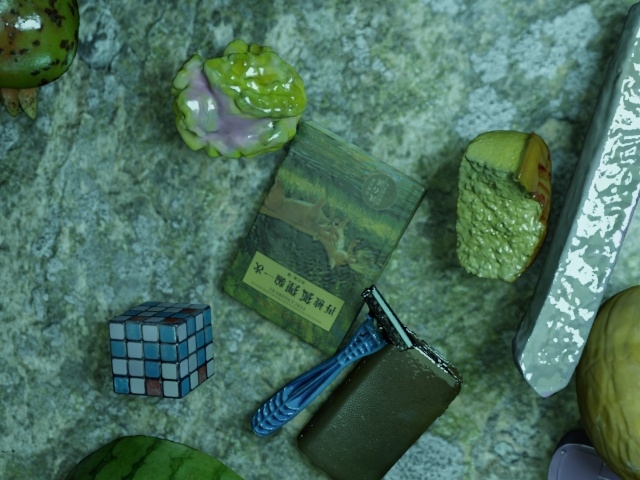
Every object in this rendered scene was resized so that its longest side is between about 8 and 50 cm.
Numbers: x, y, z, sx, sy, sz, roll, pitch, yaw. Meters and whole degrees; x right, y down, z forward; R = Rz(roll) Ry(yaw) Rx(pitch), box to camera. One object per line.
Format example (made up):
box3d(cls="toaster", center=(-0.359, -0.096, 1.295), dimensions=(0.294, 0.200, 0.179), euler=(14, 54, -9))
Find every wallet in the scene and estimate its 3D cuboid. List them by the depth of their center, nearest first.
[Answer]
box3d(cls="wallet", center=(0.067, 0.197, 0.942), dimensions=(0.110, 0.031, 0.198), euler=(39, 109, 8))

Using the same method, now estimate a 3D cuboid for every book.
box3d(cls="book", center=(0.000, 0.000, 0.933), dimensions=(0.160, 0.024, 0.228), euler=(31, 107, 9))

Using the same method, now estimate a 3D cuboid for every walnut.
box3d(cls="walnut", center=(0.326, 0.137, 0.776), dimensions=(0.165, 0.165, 0.197), euler=(-16, 86, 21))

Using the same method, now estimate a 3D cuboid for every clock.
box3d(cls="clock", center=(0.313, 0.268, 0.860), dimensions=(0.153, 0.050, 0.110), euler=(17, 105, 16))

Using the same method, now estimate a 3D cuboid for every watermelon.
box3d(cls="watermelon", center=(-0.232, 0.416, 1.009), dimensions=(0.331, 0.189, 0.330), euler=(2, 98, 13))

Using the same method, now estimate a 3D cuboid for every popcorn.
box3d(cls="popcorn", center=(-0.088, -0.150, 0.885), dimensions=(0.145, 0.126, 0.125), euler=(-19, 109, -6))

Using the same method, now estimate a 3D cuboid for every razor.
box3d(cls="razor", center=(0.005, 0.153, 0.936), dimensions=(0.253, 0.042, 0.082), euler=(-44, 75, 28))

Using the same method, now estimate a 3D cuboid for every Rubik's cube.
box3d(cls="Rubik's cube", center=(-0.189, 0.129, 0.984), dimensions=(0.092, 0.092, 0.092), euler=(1, 100, 19))

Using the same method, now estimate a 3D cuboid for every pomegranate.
box3d(cls="pomegranate", center=(-0.354, -0.233, 0.950), dimensions=(0.159, 0.159, 0.205), euler=(29, 136, 12))

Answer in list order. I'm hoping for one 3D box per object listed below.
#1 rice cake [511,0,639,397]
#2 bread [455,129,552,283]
box3d(cls="rice cake", center=(0.264, -0.046, 0.774), dimensions=(0.064, 0.070, 0.399), euler=(19, 92, 6))
box3d(cls="bread", center=(0.187, -0.044, 0.808), dimensions=(0.086, 0.125, 0.156), euler=(11, 129, 24))
